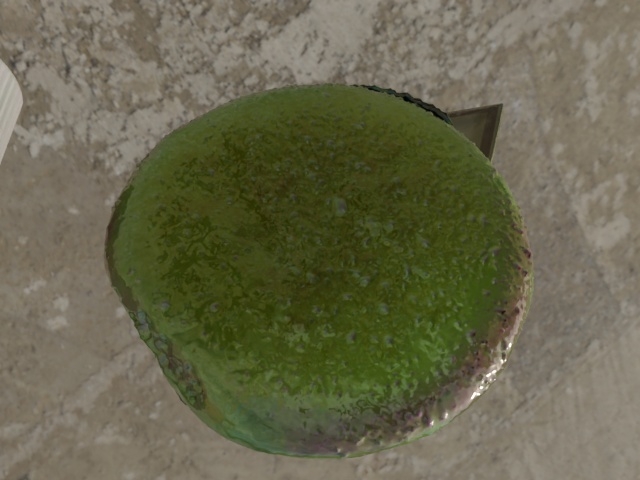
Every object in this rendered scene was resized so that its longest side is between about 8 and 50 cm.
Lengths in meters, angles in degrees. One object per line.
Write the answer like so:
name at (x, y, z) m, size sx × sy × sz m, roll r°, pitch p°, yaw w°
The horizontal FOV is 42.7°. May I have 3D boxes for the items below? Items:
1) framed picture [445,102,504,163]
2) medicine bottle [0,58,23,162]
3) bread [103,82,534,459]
framed picture at (0.095, -0.064, 0.853) m, size 0.010 × 0.173 × 0.231 m, roll 64°, pitch 34°, yaw -35°
medicine bottle at (-0.346, 0.023, 0.563) m, size 0.242 × 0.243 × 0.394 m, roll 34°, pitch 60°, yaw -44°
bread at (0.006, -0.001, 0.559) m, size 0.301 × 0.301 × 0.045 m, roll -24°, pitch 153°, yaw -17°
